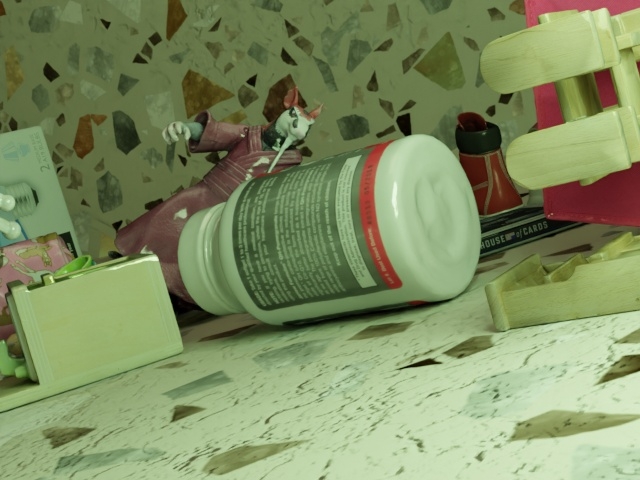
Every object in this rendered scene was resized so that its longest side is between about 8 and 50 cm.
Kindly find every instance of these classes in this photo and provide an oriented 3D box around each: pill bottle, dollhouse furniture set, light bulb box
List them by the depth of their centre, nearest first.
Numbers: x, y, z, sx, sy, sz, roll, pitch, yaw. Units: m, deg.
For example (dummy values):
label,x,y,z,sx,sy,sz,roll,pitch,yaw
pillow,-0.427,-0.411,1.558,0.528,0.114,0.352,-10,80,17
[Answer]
label,x,y,z,sx,sy,sz,roll,pitch,yaw
dollhouse furniture set,0.207,-0.064,0.918,0.161,0.242,0.212,-13,6,34
pill bottle,0.000,0.000,1.226,0.318,0.176,0.176,-12,6,35
light bulb box,-0.633,0.022,1.913,0.361,0.358,0.225,-21,6,-40

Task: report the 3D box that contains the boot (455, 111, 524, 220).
label,x,y,z,sx,sy,sz,roll,pitch,yaw
boot,0.233,-0.108,1.695,0.088,0.176,0.244,-18,4,-10

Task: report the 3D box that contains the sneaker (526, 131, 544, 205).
label,x,y,z,sx,sy,sz,roll,pitch,yaw
sneaker,0.388,-0.112,1.524,0.111,0.129,0.297,-17,6,-38

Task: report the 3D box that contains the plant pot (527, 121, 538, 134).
label,x,y,z,sx,sy,sz,roll,pitch,yaw
plant pot,0.434,-0.166,1.739,0.180,0.201,0.201,-33,9,-11

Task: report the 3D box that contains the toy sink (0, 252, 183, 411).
label,x,y,z,sx,sy,sz,roll,pitch,yaw
toy sink,-0.302,0.100,1.322,0.234,0.131,0.153,-17,5,-16

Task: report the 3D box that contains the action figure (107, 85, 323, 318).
label,x,y,z,sx,sy,sz,roll,pitch,yaw
action figure,-0.114,-0.053,1.592,0.370,0.248,0.276,-49,-9,-6

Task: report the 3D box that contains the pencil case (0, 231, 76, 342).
label,x,y,z,sx,sy,sz,roll,pitch,yaw
pencil case,-0.542,0.118,1.657,0.386,0.167,0.160,-17,-16,-15

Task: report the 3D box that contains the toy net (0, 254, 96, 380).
label,x,y,z,sx,sy,sz,roll,pitch,yaw
toy net,-0.392,0.109,1.479,0.122,0.045,0.232,-3,37,48

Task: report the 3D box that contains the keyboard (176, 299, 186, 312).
label,x,y,z,sx,sy,sz,roll,pitch,yaw
keyboard,-0.253,0.110,1.694,0.108,0.023,0.180,-7,7,18

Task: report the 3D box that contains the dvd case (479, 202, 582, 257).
label,x,y,z,sx,sy,sz,roll,pitch,yaw
dvd case,0.223,-0.008,1.467,0.238,0.030,0.179,-17,5,-15

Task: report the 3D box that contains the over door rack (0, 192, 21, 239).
label,x,y,z,sx,sy,sz,roll,pitch,yaw
over door rack,-0.429,0.087,1.254,0.108,0.240,0.324,20,-21,-27

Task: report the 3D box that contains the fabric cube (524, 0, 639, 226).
label,x,y,z,sx,sy,sz,roll,pitch,yaw
fabric cube,0.374,-0.173,1.083,0.254,0.259,0.258,8,26,37
